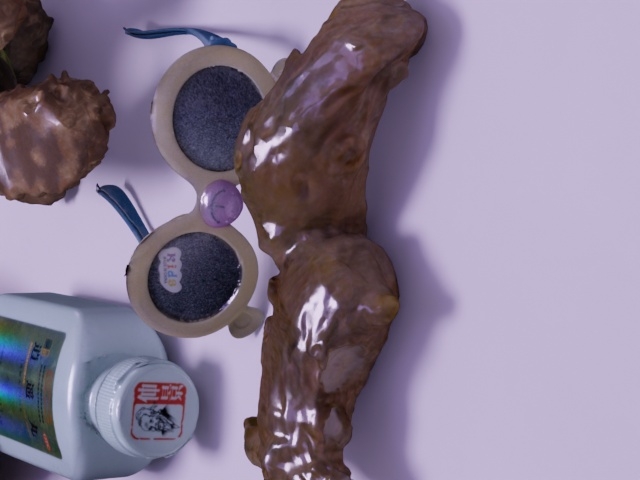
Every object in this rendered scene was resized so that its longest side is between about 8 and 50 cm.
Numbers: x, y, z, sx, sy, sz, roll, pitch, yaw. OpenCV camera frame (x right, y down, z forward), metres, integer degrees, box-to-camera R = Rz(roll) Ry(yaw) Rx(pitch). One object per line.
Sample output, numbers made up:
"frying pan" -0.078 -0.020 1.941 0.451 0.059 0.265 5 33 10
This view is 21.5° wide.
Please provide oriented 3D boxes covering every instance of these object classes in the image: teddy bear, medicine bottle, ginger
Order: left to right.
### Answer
"teddy bear" -0.246 -0.133 1.243 0.296 0.222 0.246 -12 116 39
"medicine bottle" -0.167 0.104 1.185 0.229 0.083 0.121 6 95 55
"ginger" -0.001 0.002 0.937 0.122 0.084 0.290 23 108 61

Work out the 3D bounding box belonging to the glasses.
"glasses" -0.113 -0.053 1.100 0.220 0.088 0.190 31 116 52
